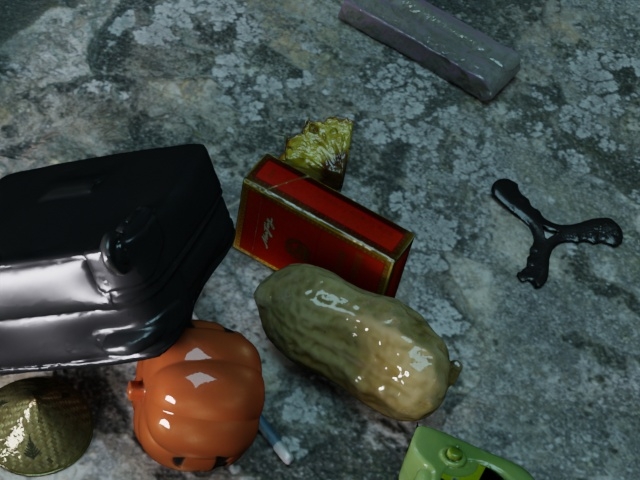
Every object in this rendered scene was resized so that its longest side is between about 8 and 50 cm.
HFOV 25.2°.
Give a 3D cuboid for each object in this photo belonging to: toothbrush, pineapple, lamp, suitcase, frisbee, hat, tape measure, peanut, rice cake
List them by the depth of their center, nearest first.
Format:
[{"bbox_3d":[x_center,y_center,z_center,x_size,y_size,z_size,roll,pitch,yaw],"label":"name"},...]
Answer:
[{"bbox_3d":[-0.160,0.190,1.766,0.164,0.187,0.187,7,49,-24],"label":"lamp"},{"bbox_3d":[0.184,0.333,1.774,0.200,0.106,0.175,23,37,5],"label":"tape measure"},{"bbox_3d":[-0.303,0.015,1.788,0.345,0.188,0.339,-9,29,22],"label":"suitcase"},{"bbox_3d":[-0.355,0.214,1.789,0.146,0.067,0.146,5,51,-6],"label":"hat"},{"bbox_3d":[-0.116,0.188,1.886,0.025,0.019,0.275,-26,60,-21],"label":"toothbrush"},{"bbox_3d":[0.052,0.131,1.892,0.291,0.159,0.143,27,93,21],"label":"peanut"},{"bbox_3d":[0.340,0.000,2.127,0.211,0.012,0.187,19,51,4],"label":"frisbee"},{"bbox_3d":[0.000,-0.122,2.136,0.137,0.069,0.116,-26,66,-17],"label":"pineapple"},{"bbox_3d":[0.180,-0.334,2.339,0.298,0.050,0.106,33,53,16],"label":"rice cake"}]

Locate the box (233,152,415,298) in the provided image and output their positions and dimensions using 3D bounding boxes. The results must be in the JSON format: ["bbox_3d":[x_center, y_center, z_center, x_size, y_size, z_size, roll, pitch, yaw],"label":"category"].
[{"bbox_3d":[0.001,-0.001,1.974,0.240,0.153,0.074,29,57,12],"label":"box"}]
